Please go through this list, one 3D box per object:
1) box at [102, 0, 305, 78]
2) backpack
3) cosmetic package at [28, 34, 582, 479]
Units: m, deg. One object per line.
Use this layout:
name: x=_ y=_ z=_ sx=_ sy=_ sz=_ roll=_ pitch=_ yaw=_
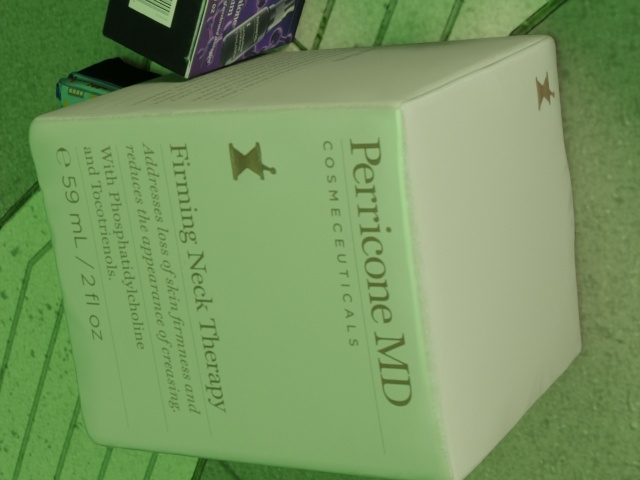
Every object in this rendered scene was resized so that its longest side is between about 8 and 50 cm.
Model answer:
box: x=-0.099 y=-0.264 z=1.285 sx=0.108 sy=0.207 sz=0.153 roll=29 pitch=121 yaw=19
backpack: x=-0.217 y=-0.101 z=1.479 sx=0.158 sy=0.117 sz=0.173 roll=22 pitch=120 yaw=26
cosmetic package: x=0.000 y=0.000 z=1.243 sx=0.394 sy=0.327 sz=0.329 roll=1 pitch=107 yaw=32
